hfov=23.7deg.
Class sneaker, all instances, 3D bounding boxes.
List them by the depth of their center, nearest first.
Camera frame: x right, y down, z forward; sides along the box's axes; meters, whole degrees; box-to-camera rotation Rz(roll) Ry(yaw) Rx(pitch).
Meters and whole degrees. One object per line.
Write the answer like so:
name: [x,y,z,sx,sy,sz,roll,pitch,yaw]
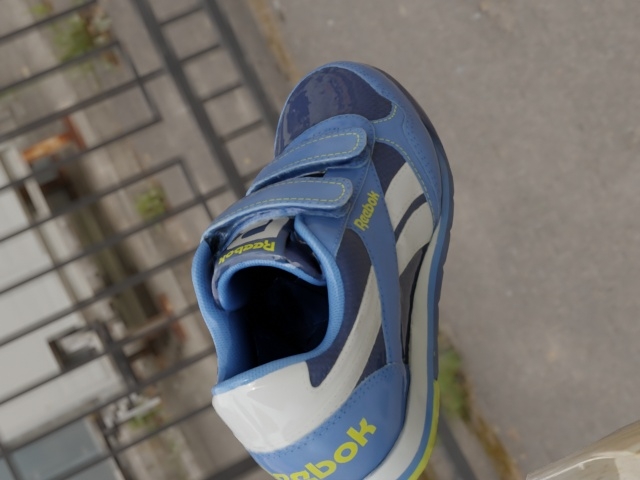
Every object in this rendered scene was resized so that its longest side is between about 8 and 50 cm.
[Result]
sneaker: [0.000,0.000,0.408,0.059,0.053,0.144,37,-142,-37]

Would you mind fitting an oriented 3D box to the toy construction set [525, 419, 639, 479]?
toy construction set: [0.114,0.127,0.441,0.309,0.237,0.257,61,-173,-45]
